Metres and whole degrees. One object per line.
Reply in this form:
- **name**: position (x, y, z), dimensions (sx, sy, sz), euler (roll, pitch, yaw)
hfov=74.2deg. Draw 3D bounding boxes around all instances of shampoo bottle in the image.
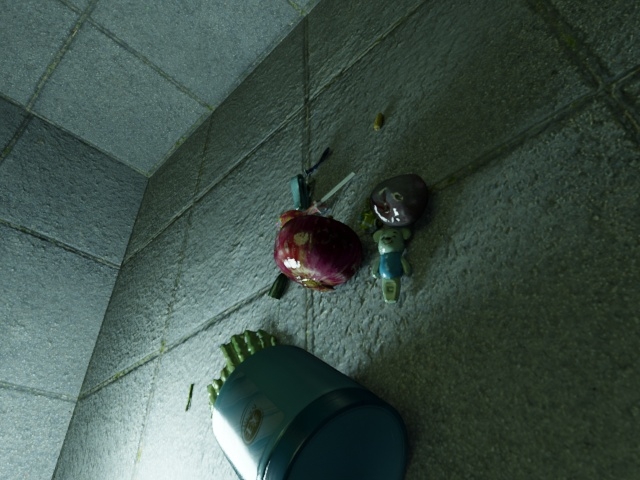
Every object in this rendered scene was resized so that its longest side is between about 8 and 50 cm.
- **shampoo bottle**: position (-0.037, 0.444, 0.969), dimensions (0.343, 0.331, 0.330), euler (15, 77, 55)

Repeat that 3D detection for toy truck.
- **toy truck**: position (0.156, -0.082, 1.348), dimensions (0.076, 0.077, 0.111), euler (7, 70, 53)

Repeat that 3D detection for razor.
- **razor**: position (-0.010, -0.331, 1.777), dimensions (0.154, 0.028, 0.044), euler (-45, 45, 20)

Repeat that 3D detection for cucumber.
- **cucumber**: position (-0.152, 0.167, 1.562), dimensions (0.048, 0.048, 0.105), euler (7, 68, 52)

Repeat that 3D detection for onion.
- **onion**: position (-0.005, 0.022, 1.329), dimensions (0.230, 0.257, 0.272), euler (-28, 66, 57)

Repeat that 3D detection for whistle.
- **whistle**: position (0.199, 0.061, 1.194), dimensions (0.114, 0.077, 0.235), euler (-6, 59, 20)

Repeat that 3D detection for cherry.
- **cherry**: position (0.230, -0.118, 1.236), dimensions (0.176, 0.139, 0.176), euler (-17, 24, 8)

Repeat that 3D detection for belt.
- **belt**: position (-0.069, -0.177, 1.710), dimensions (0.065, 0.100, 0.179), euler (-23, 63, 38)

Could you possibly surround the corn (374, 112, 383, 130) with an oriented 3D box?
- **corn**: position (0.219, -0.443, 1.589), dimensions (0.027, 0.028, 0.083), euler (-3, 57, 32)

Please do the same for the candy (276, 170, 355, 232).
- **candy**: position (-0.014, -0.133, 1.579), dimensions (0.365, 0.124, 0.124), euler (-40, 38, 12)

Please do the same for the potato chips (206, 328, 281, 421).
- **potato chips**: position (-0.250, 0.485, 1.398), dimensions (0.389, 0.097, 0.372), euler (17, 79, 55)

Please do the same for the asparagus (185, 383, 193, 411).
- **asparagus**: position (-0.524, 0.628, 1.688), dimensions (0.014, 0.015, 0.114), euler (-31, 43, 31)
